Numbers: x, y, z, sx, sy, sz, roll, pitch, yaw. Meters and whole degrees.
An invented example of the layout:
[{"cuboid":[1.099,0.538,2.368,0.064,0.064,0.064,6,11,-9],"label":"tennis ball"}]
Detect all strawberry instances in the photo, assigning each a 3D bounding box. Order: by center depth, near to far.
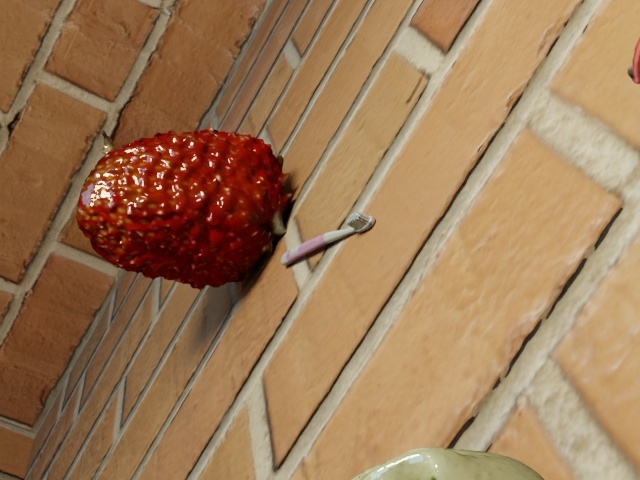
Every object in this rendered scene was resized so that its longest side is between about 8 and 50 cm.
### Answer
[{"cuboid":[-0.227,-0.077,1.503,0.292,0.343,0.292,-28,51,42],"label":"strawberry"}]

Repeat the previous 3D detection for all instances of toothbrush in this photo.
[{"cuboid":[0.000,0.000,1.265,0.286,0.025,0.020,-27,40,63],"label":"toothbrush"}]

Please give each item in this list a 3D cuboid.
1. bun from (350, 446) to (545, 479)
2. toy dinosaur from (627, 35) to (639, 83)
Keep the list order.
[{"cuboid":[0.048,0.223,0.596,0.231,0.133,0.231,-48,13,15],"label":"bun"},{"cuboid":[0.315,-0.187,0.594,0.139,0.070,0.286,-56,13,-11],"label":"toy dinosaur"}]
